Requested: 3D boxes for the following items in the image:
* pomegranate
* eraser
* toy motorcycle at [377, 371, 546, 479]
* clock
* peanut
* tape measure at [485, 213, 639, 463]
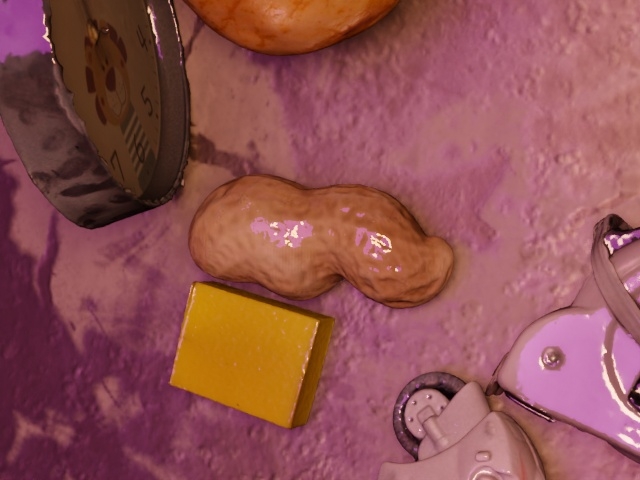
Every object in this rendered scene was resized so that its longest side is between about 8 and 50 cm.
[{"bbox_3d":[-0.025,-0.269,1.358,0.248,0.248,0.248,0,89,21],"label":"pomegranate"},{"bbox_3d":[-0.060,0.095,1.461,0.122,0.045,0.097,18,96,21],"label":"eraser"},{"bbox_3d":[0.112,0.237,1.353,0.171,0.110,0.260,6,80,28],"label":"toy motorcycle"},{"bbox_3d":[-0.185,-0.165,1.376,0.061,0.312,0.313,-11,85,15],"label":"clock"},{"bbox_3d":[0.000,0.000,1.419,0.227,0.085,0.104,5,100,20],"label":"peanut"},{"bbox_3d":[0.273,0.083,1.296,0.236,0.120,0.197,27,97,15],"label":"tape measure"}]
